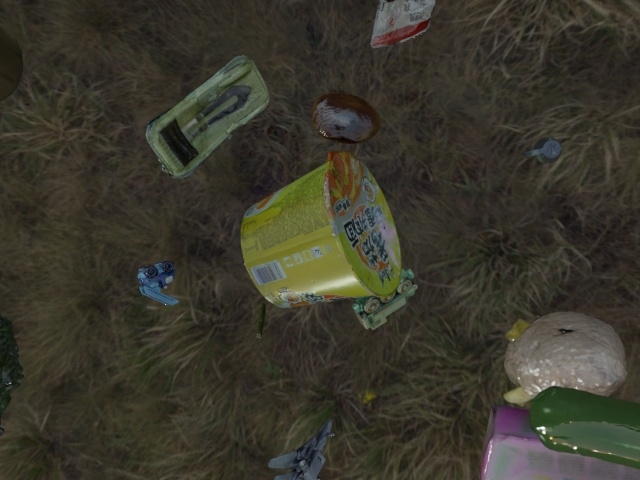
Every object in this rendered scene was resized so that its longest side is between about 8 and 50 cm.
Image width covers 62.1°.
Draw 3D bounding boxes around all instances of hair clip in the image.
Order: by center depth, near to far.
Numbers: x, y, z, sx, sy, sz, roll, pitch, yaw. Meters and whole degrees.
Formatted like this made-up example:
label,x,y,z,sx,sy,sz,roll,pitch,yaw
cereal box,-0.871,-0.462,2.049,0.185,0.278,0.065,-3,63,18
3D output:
label,x,y,z,sx,sy,sz,roll,pitch,yaw
hair clip,-0.241,-0.261,1.121,0.091,0.321,0.138,6,135,45

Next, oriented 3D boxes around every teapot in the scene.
label,x,y,z,sx,sy,sz,roll,pitch,yaw
teapot,0.551,-0.221,1.305,0.088,0.057,0.066,-9,93,10

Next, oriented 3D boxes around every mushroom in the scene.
label,x,y,z,sx,sy,sz,roll,pitch,yaw
mushroom,0.045,-0.215,0.918,0.123,0.123,0.052,17,139,1

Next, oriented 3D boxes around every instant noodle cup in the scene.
label,x,y,z,sx,sy,sz,roll,pitch,yaw
instant noodle cup,0.000,0.000,0.936,0.200,0.264,0.264,-21,100,28

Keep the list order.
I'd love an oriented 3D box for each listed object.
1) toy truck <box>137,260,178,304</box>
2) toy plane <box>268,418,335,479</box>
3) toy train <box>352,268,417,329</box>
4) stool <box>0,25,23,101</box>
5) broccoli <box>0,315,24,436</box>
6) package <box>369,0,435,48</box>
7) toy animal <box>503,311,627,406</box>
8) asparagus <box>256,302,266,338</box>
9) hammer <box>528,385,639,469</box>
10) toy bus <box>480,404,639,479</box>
label,x,y,z,sx,sy,sz,roll,pitch,yaw
toy truck,-0.317,0.088,1.050,0.073,0.056,0.090,-20,99,-37
toy plane,-0.018,0.598,1.464,0.088,0.267,0.212,-16,113,46
toy train,0.177,0.155,1.449,0.194,0.081,0.125,-30,134,-8
stool,-0.205,-0.210,0.254,0.272,0.178,0.272,1,93,14
broccoli,-0.508,0.172,0.648,0.243,0.263,0.247,-9,101,-18
package,0.186,-0.531,1.131,0.154,0.030,0.239,1,79,46
toy animal,0.497,0.243,1.090,0.226,0.358,0.188,-8,73,29
asparagus,-0.126,0.171,1.130,0.015,0.127,0.018,-27,113,9
hammer,0.295,0.155,0.352,0.119,0.335,0.206,47,63,-24
toy bus,0.332,0.271,0.633,0.273,0.090,0.112,0,111,20
